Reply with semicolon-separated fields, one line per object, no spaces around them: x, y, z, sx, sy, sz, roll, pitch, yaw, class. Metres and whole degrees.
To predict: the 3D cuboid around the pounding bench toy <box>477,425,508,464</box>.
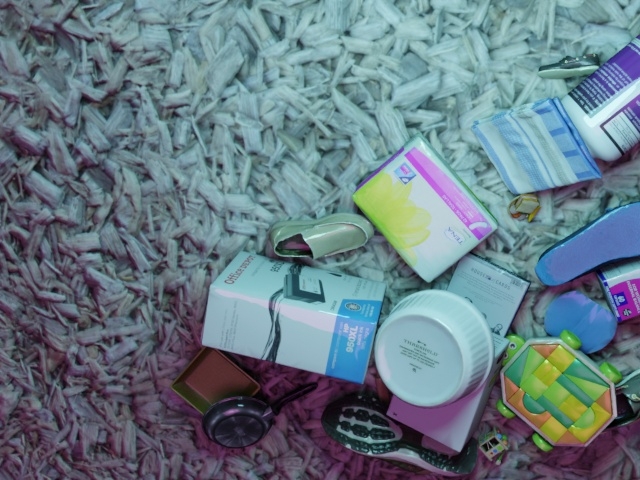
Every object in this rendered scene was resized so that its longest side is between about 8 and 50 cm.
0.464;0.540;2.006;0.065;0.052;0.083;-40;97;18;pounding bench toy

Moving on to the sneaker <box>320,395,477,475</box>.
0.194;0.541;2.002;0.410;0.158;0.182;16;143;12;sneaker

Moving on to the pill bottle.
0.649;-0.297;1.649;0.323;0.181;0.181;-40;97;19;pill bottle

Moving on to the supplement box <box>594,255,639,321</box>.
0.771;0.088;1.784;0.220;0.114;0.111;-23;101;14;supplement box

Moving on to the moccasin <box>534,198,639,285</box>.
0.656;-0.010;1.776;0.342;0.117;0.137;-23;90;20;moccasin

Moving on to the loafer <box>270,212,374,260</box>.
0.000;0.000;1.886;0.269;0.092;0.102;-7;129;17;loafer

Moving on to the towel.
0.465;-0.199;1.683;0.034;0.285;0.209;-38;101;-21;towel

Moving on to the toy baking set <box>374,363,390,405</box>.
0.238;0.365;2.006;0.197;0.030;0.256;-13;106;9;toy baking set

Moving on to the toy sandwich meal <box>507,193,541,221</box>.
0.483;-0.076;1.808;0.086;0.029;0.085;-1;136;0;toy sandwich meal

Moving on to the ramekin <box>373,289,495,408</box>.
0.244;0.253;1.725;0.273;0.127;0.272;6;101;29;ramekin

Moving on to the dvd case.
0.389;0.167;1.887;0.179;0.029;0.238;28;111;22;dvd case

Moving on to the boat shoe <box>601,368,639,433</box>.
0.761;0.401;1.892;0.305;0.091;0.109;-25;102;16;boat shoe

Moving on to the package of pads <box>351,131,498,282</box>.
0.245;-0.072;1.829;0.229;0.101;0.296;-41;96;18;package of pads

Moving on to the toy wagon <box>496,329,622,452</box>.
0.547;0.344;1.876;0.344;0.068;0.267;41;110;13;toy wagon

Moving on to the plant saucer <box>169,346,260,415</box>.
-0.283;0.389;2.090;0.188;0.045;0.188;41;109;-4;plant saucer

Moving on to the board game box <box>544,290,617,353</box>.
0.637;0.198;1.884;0.169;0.033;0.133;33;114;4;board game box

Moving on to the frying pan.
-0.160;0.493;2.086;0.326;0.053;0.197;-7;127;-4;frying pan

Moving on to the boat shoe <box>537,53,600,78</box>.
0.553;-0.389;1.711;0.133;0.049;0.042;-5;78;18;boat shoe

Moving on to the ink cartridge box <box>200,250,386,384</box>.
-0.057;0.176;1.859;0.395;0.285;0.166;12;107;6;ink cartridge box

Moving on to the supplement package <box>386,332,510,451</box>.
0.310;0.335;1.861;0.204;0.145;0.261;23;110;24;supplement package
